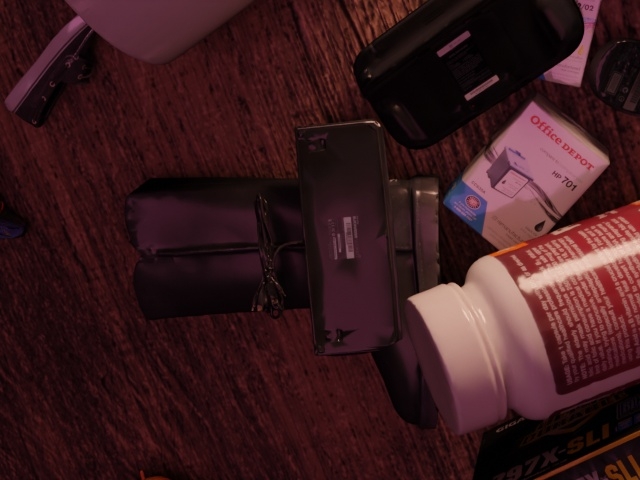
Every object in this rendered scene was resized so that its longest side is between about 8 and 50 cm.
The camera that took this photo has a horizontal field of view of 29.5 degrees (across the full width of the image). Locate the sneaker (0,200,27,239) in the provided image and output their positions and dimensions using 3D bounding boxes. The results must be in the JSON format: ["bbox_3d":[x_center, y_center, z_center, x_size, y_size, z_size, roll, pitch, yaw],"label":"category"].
[{"bbox_3d":[-0.536,-0.082,1.852,0.221,0.083,0.087,39,102,-4],"label":"sneaker"}]

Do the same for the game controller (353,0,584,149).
[{"bbox_3d":[0.190,-0.252,1.617,0.319,0.067,0.166,-32,98,33],"label":"game controller"}]

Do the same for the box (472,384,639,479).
[{"bbox_3d":[0.364,0.277,1.664,0.322,0.257,0.079,-30,98,19],"label":"box"}]

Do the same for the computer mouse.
[{"bbox_3d":[0.464,-0.159,1.622,0.262,0.060,0.184,16,105,-5],"label":"computer mouse"}]

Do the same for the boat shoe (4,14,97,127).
[{"bbox_3d":[-0.368,-0.251,1.767,0.076,0.080,0.228,43,111,-9],"label":"boat shoe"}]

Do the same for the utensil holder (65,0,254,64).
[{"bbox_3d":[-0.145,-0.452,1.528,0.385,0.327,0.327,-34,96,20],"label":"utensil holder"}]

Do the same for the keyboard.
[{"bbox_3d":[0.000,0.000,1.654,0.201,0.033,0.317,-5,87,4],"label":"keyboard"}]

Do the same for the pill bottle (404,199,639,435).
[{"bbox_3d":[0.324,0.097,1.573,0.392,0.224,0.224,-19,102,-7],"label":"pill bottle"}]

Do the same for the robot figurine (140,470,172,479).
[{"bbox_3d":[-0.241,0.465,1.920,0.128,0.158,0.219,-42,96,-20],"label":"robot figurine"}]

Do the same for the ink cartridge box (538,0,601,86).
[{"bbox_3d":[0.314,-0.305,1.607,0.104,0.061,0.181,13,109,9],"label":"ink cartridge box"}]

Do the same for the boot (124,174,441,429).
[{"bbox_3d":[-0.048,0.088,1.749,0.445,0.146,0.367,-1,93,7],"label":"boot"}]

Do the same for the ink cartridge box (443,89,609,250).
[{"bbox_3d":[0.282,-0.087,1.669,0.139,0.082,0.190,39,112,-1],"label":"ink cartridge box"}]
